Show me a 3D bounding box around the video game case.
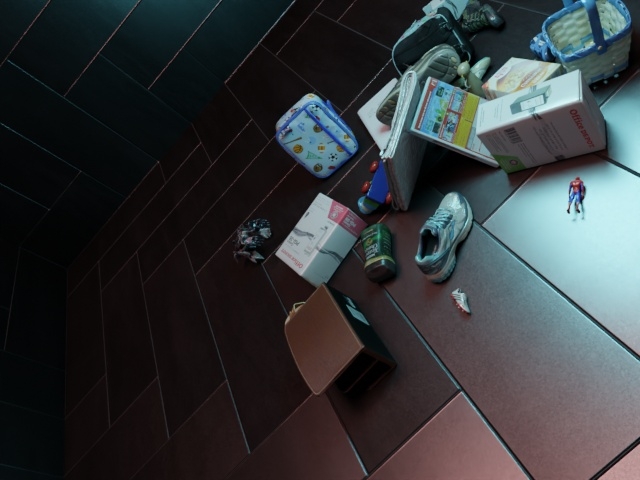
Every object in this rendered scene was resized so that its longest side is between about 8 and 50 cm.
[{"bbox_3d":[0.428,-0.358,1.611,0.025,0.285,0.203,117,174,-71],"label":"video game case"}]

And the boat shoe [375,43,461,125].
[{"bbox_3d":[0.339,-0.537,1.862,0.355,0.132,0.130,-36,30,35],"label":"boat shoe"}]

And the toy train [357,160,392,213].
[{"bbox_3d":[0.206,-0.214,1.844,0.143,0.105,0.247,125,169,-64],"label":"toy train"}]

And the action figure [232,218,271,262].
[{"bbox_3d":[-0.277,0.008,2.167,0.276,0.141,0.163,147,137,-66],"label":"action figure"}]

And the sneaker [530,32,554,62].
[{"bbox_3d":[0.692,-0.596,1.671,0.059,0.053,0.144,-23,39,33],"label":"sneaker"}]

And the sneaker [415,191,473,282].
[{"bbox_3d":[0.349,-0.028,1.533,0.110,0.122,0.282,-2,61,45],"label":"sneaker"}]

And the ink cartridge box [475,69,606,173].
[{"bbox_3d":[0.589,-0.307,1.432,0.273,0.198,0.114,-13,52,40],"label":"ink cartridge box"}]

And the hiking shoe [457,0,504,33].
[{"bbox_3d":[0.575,-0.791,1.937,0.114,0.086,0.226,-54,29,22],"label":"hiking shoe"}]

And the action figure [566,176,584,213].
[{"bbox_3d":[0.649,-0.117,1.362,0.038,0.030,0.115,-3,55,39],"label":"action figure"}]

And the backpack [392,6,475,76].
[{"bbox_3d":[0.394,-0.683,1.918,0.254,0.225,0.191,-29,21,35],"label":"backpack"}]

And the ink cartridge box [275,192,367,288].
[{"bbox_3d":[0.000,0.000,1.885,0.283,0.117,0.207,-54,37,-1],"label":"ink cartridge box"}]

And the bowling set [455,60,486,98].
[{"bbox_3d":[0.404,-0.421,1.754,0.200,0.154,0.286,-3,59,45],"label":"bowling set"}]

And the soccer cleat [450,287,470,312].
[{"bbox_3d":[0.379,0.161,1.432,0.035,0.029,0.083,-48,33,14],"label":"soccer cleat"}]

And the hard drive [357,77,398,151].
[{"bbox_3d":[0.267,-0.478,2.037,0.203,0.040,0.307,-40,39,17],"label":"hard drive"}]

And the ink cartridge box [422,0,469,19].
[{"bbox_3d":[0.500,-0.904,2.069,0.180,0.104,0.060,-30,45,29],"label":"ink cartridge box"}]

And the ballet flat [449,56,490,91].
[{"bbox_3d":[0.519,-0.553,1.832,0.168,0.057,0.052,-37,68,26],"label":"ballet flat"}]

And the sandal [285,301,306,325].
[{"bbox_3d":[-0.054,0.230,1.795,0.240,0.079,0.088,-24,46,33],"label":"sandal"}]

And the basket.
[{"bbox_3d":[0.711,-0.590,1.447,0.201,0.289,0.254,-27,45,27],"label":"basket"}]

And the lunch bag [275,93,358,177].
[{"bbox_3d":[-0.014,-0.405,2.063,0.243,0.303,0.114,-37,32,21],"label":"lunch bag"}]

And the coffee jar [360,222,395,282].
[{"bbox_3d":[0.182,0.041,1.693,0.096,0.079,0.184,-30,44,28],"label":"coffee jar"}]

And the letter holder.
[{"bbox_3d":[0.042,0.311,1.576,0.214,0.152,0.301,-48,37,10],"label":"letter holder"}]

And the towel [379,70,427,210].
[{"bbox_3d":[0.267,-0.299,1.677,0.054,0.331,0.316,11,68,21],"label":"towel"}]

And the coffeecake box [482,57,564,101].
[{"bbox_3d":[0.610,-0.471,1.613,0.142,0.068,0.185,-45,37,-6],"label":"coffeecake box"}]
